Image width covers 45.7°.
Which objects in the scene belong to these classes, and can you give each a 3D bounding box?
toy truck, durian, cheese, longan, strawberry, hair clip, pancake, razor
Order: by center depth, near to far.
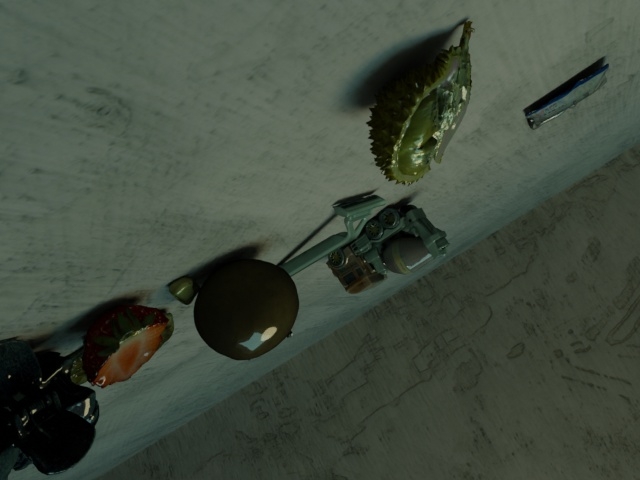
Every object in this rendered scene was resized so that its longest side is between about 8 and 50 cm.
[{"bbox_3d":[0.116,-0.165,0.893,0.146,0.102,0.208,-16,139,-57],"label":"durian"},{"bbox_3d":[-0.438,0.258,1.056,0.206,0.194,0.310,-35,-179,35],"label":"hair clip"},{"bbox_3d":[-0.306,0.160,1.179,0.146,0.082,0.187,-26,154,-29],"label":"strawberry"},{"bbox_3d":[-0.219,0.081,1.234,0.044,0.030,0.083,-50,167,-11],"label":"cheese"},{"bbox_3d":[-0.123,0.113,1.269,0.189,0.189,0.189,-29,168,-7],"label":"longan"},{"bbox_3d":[-0.365,0.195,1.331,0.253,0.037,0.253,-27,165,-8],"label":"pancake"},{"bbox_3d":[0.005,0.010,1.409,0.111,0.056,0.278,-20,164,-46],"label":"razor"},{"bbox_3d":[0.143,0.025,1.602,0.256,0.140,0.108,-37,167,31],"label":"toy truck"}]

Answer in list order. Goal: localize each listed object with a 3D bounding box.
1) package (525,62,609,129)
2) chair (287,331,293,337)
[{"bbox_3d":[0.473,-0.272,1.453,0.171,0.027,0.173,-30,168,16],"label":"package"},{"bbox_3d":[-0.151,0.140,1.545,0.106,0.113,0.229,-27,-155,-15],"label":"chair"}]
